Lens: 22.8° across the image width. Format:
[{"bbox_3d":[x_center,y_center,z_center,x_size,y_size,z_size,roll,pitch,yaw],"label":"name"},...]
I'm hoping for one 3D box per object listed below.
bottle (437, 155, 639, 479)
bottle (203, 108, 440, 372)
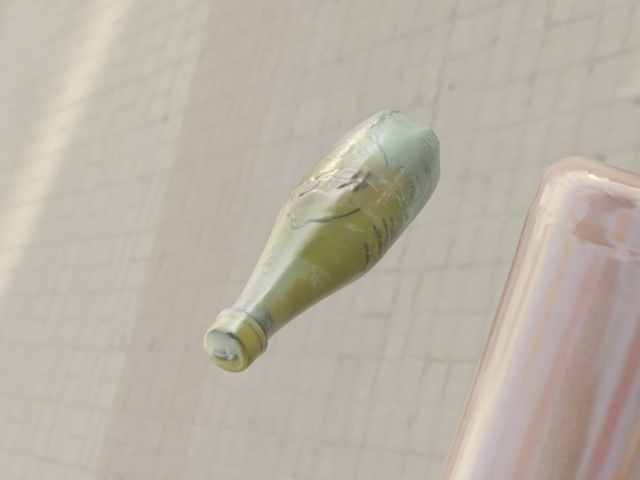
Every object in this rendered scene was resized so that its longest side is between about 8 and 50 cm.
[{"bbox_3d":[0.131,0.121,0.720,0.206,0.173,0.297,33,107,65],"label":"bottle"},{"bbox_3d":[0.000,0.000,1.135,0.270,0.083,0.083,-47,1,-42],"label":"bottle"}]
